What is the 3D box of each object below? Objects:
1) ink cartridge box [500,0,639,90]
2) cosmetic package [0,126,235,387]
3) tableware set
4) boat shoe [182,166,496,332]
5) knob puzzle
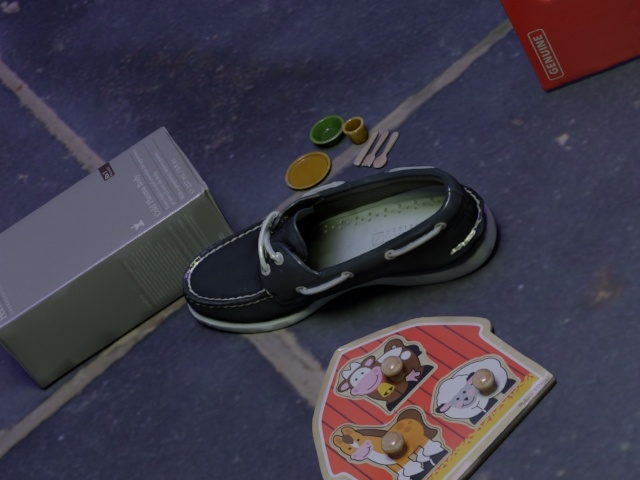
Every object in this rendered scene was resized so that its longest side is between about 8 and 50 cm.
[{"bbox_3d":[0.266,-0.253,1.507,0.261,0.296,0.066,-21,42,14],"label":"ink cartridge box"},{"bbox_3d":[-0.207,0.015,1.694,0.238,0.107,0.127,-33,43,-5],"label":"cosmetic package"},{"bbox_3d":[0.001,-0.060,1.694,0.104,0.024,0.154,9,56,38],"label":"tableware set"},{"bbox_3d":[0.000,0.000,1.573,0.302,0.091,0.114,-18,57,20],"label":"boat shoe"},{"bbox_3d":[0.069,0.127,1.465,0.213,0.030,0.213,-18,43,17],"label":"knob puzzle"}]
